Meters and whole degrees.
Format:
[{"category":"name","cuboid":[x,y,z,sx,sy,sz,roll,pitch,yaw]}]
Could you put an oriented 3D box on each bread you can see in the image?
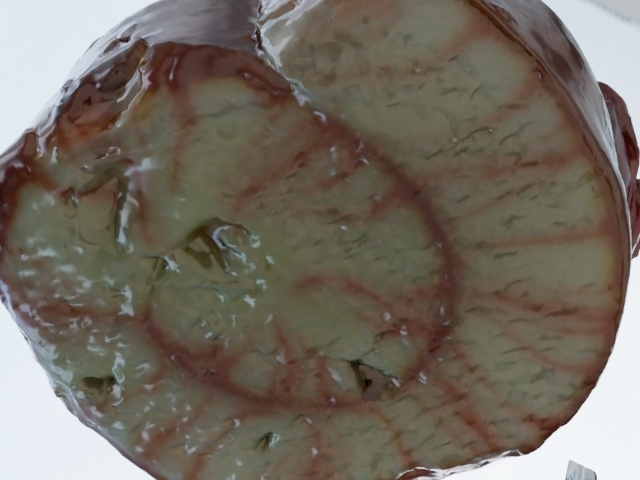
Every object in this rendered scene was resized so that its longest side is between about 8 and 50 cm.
[{"category":"bread","cuboid":[-0.001,0.003,0.810,0.295,0.327,0.114,60,-159,-26]}]

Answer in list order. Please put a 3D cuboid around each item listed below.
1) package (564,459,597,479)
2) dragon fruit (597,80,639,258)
[{"category":"package","cuboid":[0.243,0.297,1.660,0.131,0.071,0.047,-37,-75,-14]},{"category":"dragon fruit","cuboid":[0.133,-0.048,1.298,0.342,0.277,0.277,41,-120,-46]}]
